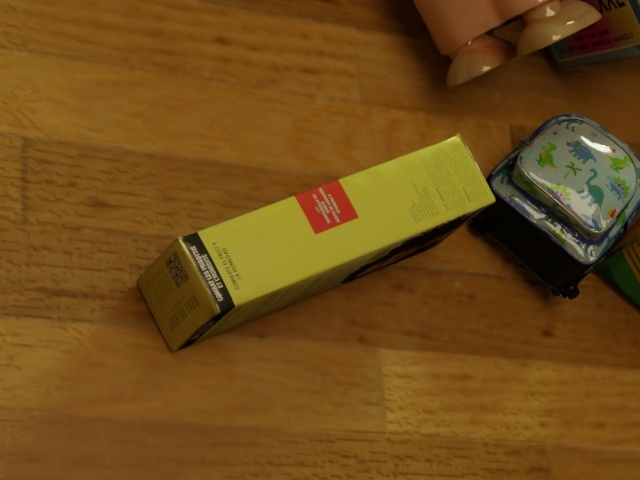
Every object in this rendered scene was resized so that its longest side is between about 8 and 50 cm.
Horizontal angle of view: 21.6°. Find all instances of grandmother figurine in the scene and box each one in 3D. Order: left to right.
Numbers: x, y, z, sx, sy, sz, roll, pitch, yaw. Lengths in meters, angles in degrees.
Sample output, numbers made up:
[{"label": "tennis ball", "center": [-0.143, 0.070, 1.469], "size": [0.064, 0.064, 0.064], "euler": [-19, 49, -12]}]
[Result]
[{"label": "grandmother figurine", "center": [0.063, -0.284, 1.203], "size": [0.342, 0.208, 0.104], "euler": [65, 21, -6]}]

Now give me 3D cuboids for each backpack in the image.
[{"label": "backpack", "center": [0.181, -0.037, 1.212], "size": [0.105, 0.084, 0.114], "euler": [40, 54, 6]}]

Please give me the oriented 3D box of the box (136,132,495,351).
[{"label": "box", "center": [0.000, 0.000, 1.111], "size": [0.232, 0.087, 0.058], "euler": [-21, 79, -31]}]

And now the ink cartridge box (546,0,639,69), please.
[{"label": "ink cartridge box", "center": [0.226, -0.366, 1.263], "size": [0.270, 0.151, 0.395], "euler": [-32, 104, -24]}]

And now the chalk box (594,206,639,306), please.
[{"label": "chalk box", "center": [0.387, 0.021, 1.241], "size": [0.289, 0.179, 0.180], "euler": [41, 56, -6]}]
